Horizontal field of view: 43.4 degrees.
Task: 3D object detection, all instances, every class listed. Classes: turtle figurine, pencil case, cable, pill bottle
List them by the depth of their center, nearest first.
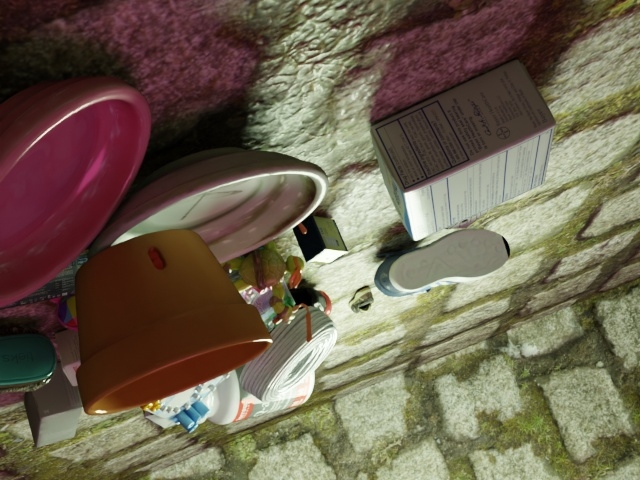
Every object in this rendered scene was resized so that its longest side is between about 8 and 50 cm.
[{"bbox_3d":[-0.119,0.072,1.501,0.217,0.269,0.087,-11,173,1],"label":"turtle figurine"},{"bbox_3d":[-0.412,0.141,1.572,0.104,0.104,0.236,-28,156,13],"label":"pencil case"},{"bbox_3d":[-0.071,0.266,1.851,0.257,0.089,0.257,-42,162,-22],"label":"cable"},{"bbox_3d":[-0.215,0.374,2.157,0.363,0.210,0.210,-7,154,-36],"label":"pill bottle"}]

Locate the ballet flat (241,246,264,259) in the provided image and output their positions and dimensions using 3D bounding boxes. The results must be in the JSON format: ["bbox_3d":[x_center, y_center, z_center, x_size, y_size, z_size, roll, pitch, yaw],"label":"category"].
[{"bbox_3d":[-0.127,0.066,1.717,0.074,0.074,0.203,-19,154,-10],"label":"ballet flat"}]

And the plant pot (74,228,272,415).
[{"bbox_3d":[-0.242,0.116,1.215,0.291,0.203,0.291,-21,165,-6],"label":"plant pot"}]

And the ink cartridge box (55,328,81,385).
[{"bbox_3d":[-0.455,0.228,1.738,0.203,0.086,0.148,-16,157,-16],"label":"ink cartridge box"}]

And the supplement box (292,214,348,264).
[{"bbox_3d":[0.000,0.000,1.667,0.056,0.083,0.083,-36,155,30],"label":"supplement box"}]

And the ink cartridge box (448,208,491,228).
[{"bbox_3d":[0.371,-0.098,1.866,0.097,0.046,0.207,-4,151,-42],"label":"ink cartridge box"}]

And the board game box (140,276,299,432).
[{"bbox_3d":[-0.202,0.234,1.705,0.390,0.050,0.390,-45,162,-10],"label":"board game box"}]

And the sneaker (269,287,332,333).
[{"bbox_3d":[-0.107,0.192,1.993,0.276,0.097,0.135,-26,159,0],"label":"sneaker"}]

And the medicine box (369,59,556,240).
[{"bbox_3d":[0.261,-0.155,1.479,0.289,0.149,0.263,-24,159,2],"label":"medicine box"}]

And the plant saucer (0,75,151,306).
[{"bbox_3d":[-0.347,-0.069,0.992,0.332,0.084,0.332,-52,171,-12],"label":"plant saucer"}]

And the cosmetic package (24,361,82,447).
[{"bbox_3d":[-0.628,0.384,1.880,0.107,0.127,0.238,-10,157,-30],"label":"cosmetic package"}]

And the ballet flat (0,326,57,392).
[{"bbox_3d":[-0.703,0.230,1.427,0.182,0.164,0.483,-15,167,30],"label":"ballet flat"}]

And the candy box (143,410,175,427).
[{"bbox_3d":[-0.381,0.326,1.890,0.070,0.196,0.165,-19,159,-2],"label":"candy box"}]

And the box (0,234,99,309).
[{"bbox_3d":[-0.479,0.042,1.312,0.233,0.059,0.183,-13,157,-23],"label":"box"}]

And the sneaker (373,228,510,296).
[{"bbox_3d":[0.290,0.060,2.041,0.323,0.130,0.236,-16,177,-13],"label":"sneaker"}]

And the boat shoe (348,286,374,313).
[{"bbox_3d":[0.117,0.180,2.257,0.056,0.049,0.152,-19,159,-13],"label":"boat shoe"}]

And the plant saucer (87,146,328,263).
[{"bbox_3d":[-0.187,-0.055,1.294,0.400,0.100,0.400,-22,165,-6],"label":"plant saucer"}]
